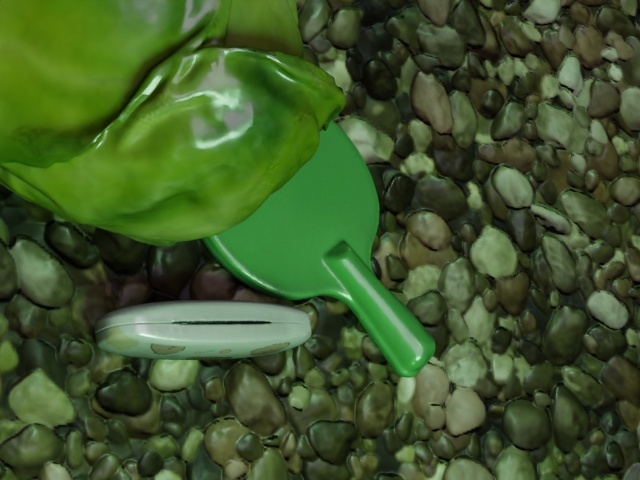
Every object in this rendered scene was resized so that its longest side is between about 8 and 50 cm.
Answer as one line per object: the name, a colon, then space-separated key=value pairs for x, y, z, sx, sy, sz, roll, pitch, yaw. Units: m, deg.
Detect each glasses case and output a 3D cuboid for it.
glasses case: x=-0.084 y=0.065 z=1.210 sx=0.164 sy=0.063 sz=0.041 roll=2 pitch=77 yaw=-29

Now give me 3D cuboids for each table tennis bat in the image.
table tennis bat: x=0.000 y=0.000 z=1.293 sx=0.160 sy=0.039 sz=0.257 roll=-41 pitch=94 yaw=-31

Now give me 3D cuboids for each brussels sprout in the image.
brussels sprout: x=-0.128 y=-0.132 z=1.139 sx=0.294 sy=0.227 sz=0.259 roll=0 pitch=78 yaw=5
